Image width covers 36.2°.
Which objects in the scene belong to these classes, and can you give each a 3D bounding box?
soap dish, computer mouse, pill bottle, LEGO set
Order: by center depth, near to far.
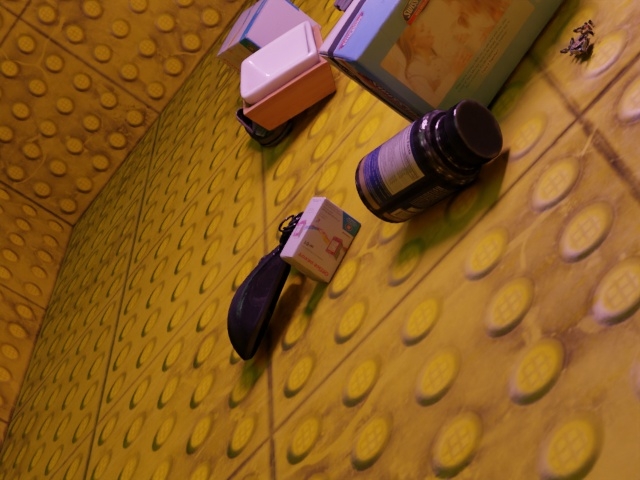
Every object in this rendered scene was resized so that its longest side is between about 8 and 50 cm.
[{"bbox_3d":[0.370,-0.280,1.382,0.083,0.023,0.054,-52,19,-28],"label":"LEGO set"},{"bbox_3d":[0.161,-0.118,1.451,0.219,0.122,0.123,-31,32,47],"label":"pill bottle"},{"bbox_3d":[-0.106,0.080,1.747,0.188,0.072,0.272,97,-165,-74],"label":"computer mouse"},{"bbox_3d":[-0.077,-0.392,2.325,0.228,0.118,0.291,-31,27,11],"label":"soap dish"}]

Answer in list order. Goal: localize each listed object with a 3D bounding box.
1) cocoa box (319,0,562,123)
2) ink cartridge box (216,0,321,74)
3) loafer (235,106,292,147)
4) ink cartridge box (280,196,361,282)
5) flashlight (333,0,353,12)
[{"bbox_3d":[0.205,-0.372,1.577,0.347,0.231,0.228,-55,21,3],"label":"cocoa box"},{"bbox_3d":[-0.147,-0.551,2.713,0.168,0.171,0.232,-62,22,-16],"label":"ink cartridge box"},{"bbox_3d":[-0.152,-0.295,2.462,0.096,0.084,0.267,-57,20,-5],"label":"loafer"},{"bbox_3d":[0.000,0.000,1.677,0.122,0.088,0.052,-61,25,-11],"label":"ink cartridge box"},{"bbox_3d":[0.144,-0.675,2.362,0.304,0.103,0.103,-54,-6,8],"label":"flashlight"}]
